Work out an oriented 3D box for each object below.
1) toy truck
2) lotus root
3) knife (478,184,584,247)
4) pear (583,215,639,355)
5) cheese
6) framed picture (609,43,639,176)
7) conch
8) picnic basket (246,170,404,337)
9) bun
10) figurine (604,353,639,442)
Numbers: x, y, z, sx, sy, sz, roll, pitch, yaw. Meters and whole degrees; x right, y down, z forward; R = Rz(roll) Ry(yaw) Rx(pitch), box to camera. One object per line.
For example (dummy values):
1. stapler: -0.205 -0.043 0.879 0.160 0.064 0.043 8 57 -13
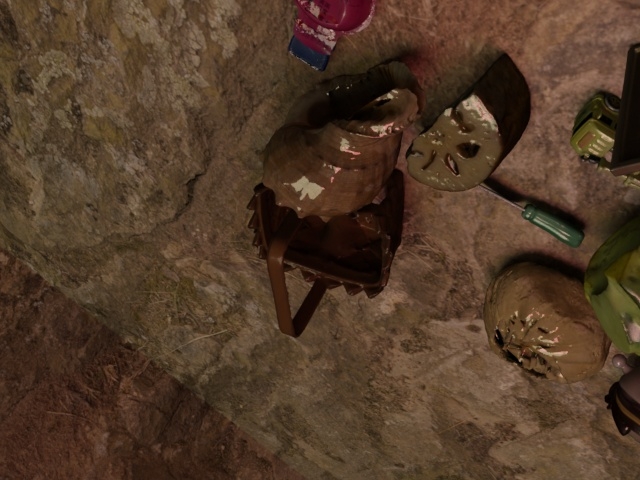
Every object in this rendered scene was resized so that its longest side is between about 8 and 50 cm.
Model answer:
1. toy truck: 0.442 -0.126 1.030 0.169 0.100 0.077 33 144 0
2. lotus root: 0.236 -0.169 1.130 0.138 0.119 0.235 35 144 -2
3. knife: 0.335 -0.065 1.241 0.260 0.063 0.035 31 106 6
4. pear: 0.520 0.036 1.074 0.176 0.286 0.282 48 -179 5
5. cheese: 0.007 -0.364 1.126 0.155 0.062 0.244 32 147 3
6. framed picture: 0.483 -0.190 0.820 0.016 0.213 0.289 37 149 -31
7. conch: 0.047 -0.166 1.192 0.324 0.263 0.186 -15 146 29
8. picnic basket: 0.000 0.000 1.362 0.291 0.321 0.254 17 139 19
9. bun: 0.412 0.172 1.350 0.259 0.152 0.259 30 151 19
10. figurine: 0.702 0.335 1.310 0.370 0.167 0.281 22 -171 24
